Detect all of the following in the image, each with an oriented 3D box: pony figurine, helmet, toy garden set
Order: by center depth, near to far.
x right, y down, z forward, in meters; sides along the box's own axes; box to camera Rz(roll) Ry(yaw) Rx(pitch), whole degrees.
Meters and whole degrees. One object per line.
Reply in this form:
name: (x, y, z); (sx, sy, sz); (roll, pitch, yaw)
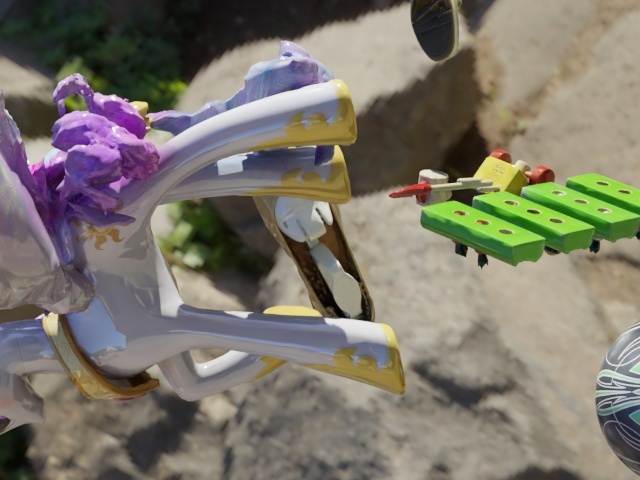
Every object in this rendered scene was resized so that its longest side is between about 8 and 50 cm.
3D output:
pony figurine: (-0.152, -0.007, 1.182); (0.363, 0.351, 0.303); (-13, 18, -6)
helmet: (0.305, 0.127, 1.421); (0.169, 0.162, 0.169); (-175, 90, -88)
toy garden set: (0.177, -0.023, 1.624); (0.204, 0.244, 0.049); (25, 116, 42)

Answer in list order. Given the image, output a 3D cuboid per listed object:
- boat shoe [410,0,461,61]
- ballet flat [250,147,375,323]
boat shoe: (0.111, -0.232, 1.668); (0.050, 0.045, 0.135); (-20, 74, 36)
ballet flat: (0.000, 0.000, 1.804); (0.080, 0.232, 0.073); (-32, 26, -8)
